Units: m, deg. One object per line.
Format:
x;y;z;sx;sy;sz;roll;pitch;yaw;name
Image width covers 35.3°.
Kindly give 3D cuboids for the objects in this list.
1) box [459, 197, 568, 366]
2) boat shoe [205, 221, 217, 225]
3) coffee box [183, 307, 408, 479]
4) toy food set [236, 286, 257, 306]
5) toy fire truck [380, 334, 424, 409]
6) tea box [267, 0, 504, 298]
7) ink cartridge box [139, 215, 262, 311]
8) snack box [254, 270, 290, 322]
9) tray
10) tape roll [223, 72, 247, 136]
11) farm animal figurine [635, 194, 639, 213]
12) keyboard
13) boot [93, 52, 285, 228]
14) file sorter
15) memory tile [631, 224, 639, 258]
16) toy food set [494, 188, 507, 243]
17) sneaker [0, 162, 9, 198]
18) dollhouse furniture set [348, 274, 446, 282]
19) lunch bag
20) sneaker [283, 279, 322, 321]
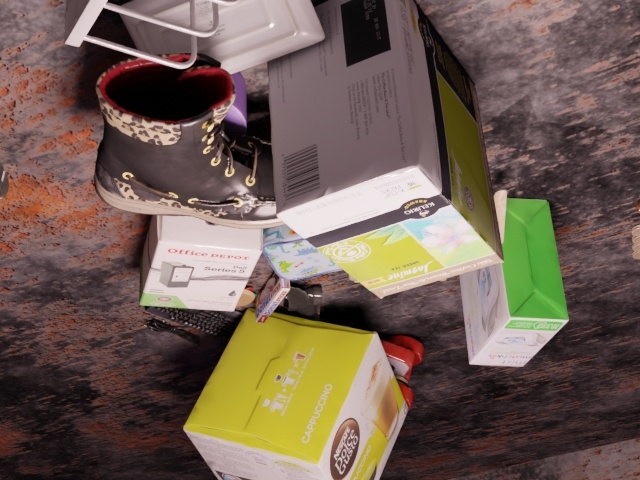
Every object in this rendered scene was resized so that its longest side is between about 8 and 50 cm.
0.372;0.085;1.977;0.126;0.262;0.231;4;151;-12;box
-0.083;-0.090;1.782;0.285;0.092;0.103;-13;150;17;boat shoe
-0.044;0.400;2.265;0.338;0.338;0.334;9;144;26;coffee box
-0.184;0.123;2.232;0.083;0.020;0.082;12;148;-25;toy food set
0.108;0.329;2.518;0.253;0.169;0.302;19;148;-2;toy fire truck
0.096;-0.139;1.469;0.219;0.329;0.323;-19;147;25;tea box
-0.238;0.027;1.954;0.198;0.115;0.273;5;150;-15;ink cartridge box
-0.105;0.115;2.180;0.022;0.064;0.178;6;150;-21;snack box
-0.142;-0.297;1.389;0.270;0.030;0.145;-16;113;21;tray
-0.209;-0.206;1.573;0.188;0.080;0.189;-3;150;-2;tape roll
0.677;-0.147;1.710;0.326;0.172;0.330;-13;144;-8;farm animal figurine
-0.280;0.198;2.348;0.201;0.033;0.317;-25;144;35;keyboard
-0.150;-0.142;1.469;0.377;0.138;0.284;5;154;-5;boot
-0.169;-0.363;1.179;0.173;0.193;0.277;12;148;-30;file sorter
0.711;-0.004;2.111;0.113;0.012;0.148;-11;150;12;memory tile
0.247;-0.054;1.892;0.217;0.071;0.128;-2;120;15;toy food set
-0.630;-0.121;1.695;0.208;0.082;0.094;26;147;-31;sneaker
0.146;-0.057;1.812;0.197;0.151;0.302;0;150;3;dollhouse furniture set
0.000;0.000;1.957;0.218;0.090;0.176;-12;149;12;lunch bag
-0.043;0.138;2.249;0.089;0.051;0.170;0;146;-6;sneaker
